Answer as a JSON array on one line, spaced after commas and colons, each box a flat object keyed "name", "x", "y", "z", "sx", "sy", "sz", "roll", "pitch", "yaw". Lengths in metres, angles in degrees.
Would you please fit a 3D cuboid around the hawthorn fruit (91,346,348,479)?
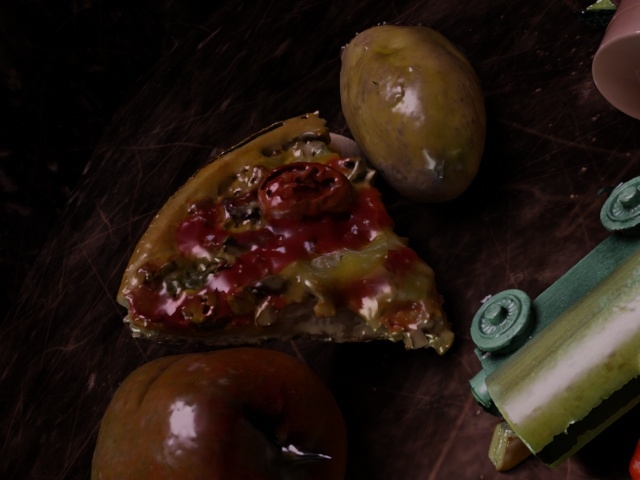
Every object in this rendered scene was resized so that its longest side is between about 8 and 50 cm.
[{"name": "hawthorn fruit", "x": -0.093, "y": 0.243, "z": 0.832, "sx": 0.300, "sy": 0.268, "sz": 0.268, "roll": -17, "pitch": 43, "yaw": 36}]

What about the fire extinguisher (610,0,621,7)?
[{"name": "fire extinguisher", "x": 0.495, "y": -0.418, "z": 0.901, "sx": 0.337, "sy": 0.106, "sz": 0.147, "roll": -30, "pitch": 14, "yaw": 7}]

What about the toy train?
[{"name": "toy train", "x": 0.271, "y": 0.072, "z": 0.648, "sx": 0.307, "sy": 0.126, "sz": 0.189, "roll": -43, "pitch": 29, "yaw": 11}]

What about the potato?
[{"name": "potato", "x": 0.138, "y": -0.166, "z": 1.026, "sx": 0.229, "sy": 0.229, "sz": 0.266, "roll": -38, "pitch": 28, "yaw": 23}]

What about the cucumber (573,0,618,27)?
[{"name": "cucumber", "x": 0.428, "y": -0.304, "z": 0.943, "sx": 0.070, "sy": 0.046, "sz": 0.220, "roll": -51, "pitch": 30, "yaw": -4}]

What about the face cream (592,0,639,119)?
[{"name": "face cream", "x": 0.382, "y": -0.208, "z": 0.786, "sx": 0.149, "sy": 0.149, "sz": 0.104, "roll": 2, "pitch": 57, "yaw": 55}]

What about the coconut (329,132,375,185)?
[{"name": "coconut", "x": 0.008, "y": -0.096, "z": 1.183, "sx": 0.171, "sy": 0.171, "sz": 0.183, "roll": -53, "pitch": 30, "yaw": -3}]

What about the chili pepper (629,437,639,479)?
[{"name": "chili pepper", "x": 0.306, "y": 0.142, "z": 0.583, "sx": 0.272, "sy": 0.063, "sz": 0.071, "roll": -50, "pitch": 24, "yaw": -23}]

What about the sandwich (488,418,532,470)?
[{"name": "sandwich", "x": 0.191, "y": 0.191, "z": 0.712, "sx": 0.083, "sy": 0.044, "sz": 0.031, "roll": -44, "pitch": 34, "yaw": 18}]

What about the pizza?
[{"name": "pizza", "x": 0.000, "y": 0.000, "z": 0.927, "sx": 0.406, "sy": 0.130, "sz": 0.440, "roll": 24, "pitch": 53, "yaw": 19}]
